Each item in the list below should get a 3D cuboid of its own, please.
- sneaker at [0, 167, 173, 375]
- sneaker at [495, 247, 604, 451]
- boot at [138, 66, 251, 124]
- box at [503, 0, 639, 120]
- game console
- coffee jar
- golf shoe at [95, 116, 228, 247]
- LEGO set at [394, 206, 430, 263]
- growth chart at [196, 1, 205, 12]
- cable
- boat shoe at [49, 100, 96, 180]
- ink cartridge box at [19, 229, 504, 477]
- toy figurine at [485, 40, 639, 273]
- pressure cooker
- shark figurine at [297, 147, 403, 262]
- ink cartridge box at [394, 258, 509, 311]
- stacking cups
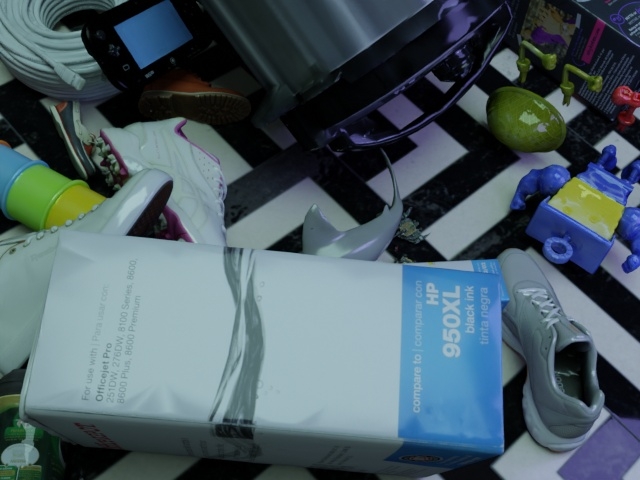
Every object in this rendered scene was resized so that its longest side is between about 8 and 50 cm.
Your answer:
[{"bbox_3d":[-0.289,0.012,0.861,0.123,0.106,0.290,43,93,1],"label":"sneaker"},{"bbox_3d":[0.281,0.110,0.949,0.099,0.121,0.262,-6,59,-13],"label":"sneaker"},{"bbox_3d":[-0.176,-0.216,1.130,0.158,0.059,0.084,6,52,-3],"label":"boot"},{"bbox_3d":[0.429,-0.349,1.252,0.165,0.143,0.270,-35,68,-28],"label":"box"},{"bbox_3d":[-0.176,-0.308,1.110,0.213,0.044,0.361,52,48,-9],"label":"game console"},{"bbox_3d":[-0.302,0.228,0.802,0.079,0.096,0.184,2,57,-8],"label":"coffee jar"},{"bbox_3d":[-0.163,-0.050,0.994,0.140,0.115,0.306,-26,65,-27],"label":"golf shoe"},{"bbox_3d":[0.116,-0.003,1.060,0.054,0.023,0.083,24,70,10],"label":"LEGO set"},{"bbox_3d":[-0.298,-0.417,1.261,0.172,0.021,0.237,-37,71,-26],"label":"growth chart"},{"bbox_3d":[-0.347,-0.324,1.139,0.257,0.089,0.257,27,64,14],"label":"cable"},{"bbox_3d":[-0.328,-0.139,1.065,0.043,0.049,0.137,-19,57,-22],"label":"boat shoe"},{"bbox_3d":[-0.053,0.128,0.776,0.395,0.285,0.166,6,69,-5],"label":"ink cartridge box"},{"bbox_3d":[0.341,-0.072,1.044,0.362,0.191,0.217,35,64,15],"label":"toy figurine"},{"bbox_3d":[0.040,-0.334,1.012,0.420,0.370,0.375,52,32,-13],"label":"pressure cooker"},{"bbox_3d":[0.026,-0.011,0.955,0.278,0.116,0.166,-38,26,-22],"label":"shark figurine"},{"bbox_3d":[0.123,0.076,0.957,0.181,0.104,0.061,-2,58,-10],"label":"ink cartridge box"},{"bbox_3d":[-0.395,-0.077,0.984,0.316,0.096,0.096,28,58,10],"label":"stacking cups"}]
